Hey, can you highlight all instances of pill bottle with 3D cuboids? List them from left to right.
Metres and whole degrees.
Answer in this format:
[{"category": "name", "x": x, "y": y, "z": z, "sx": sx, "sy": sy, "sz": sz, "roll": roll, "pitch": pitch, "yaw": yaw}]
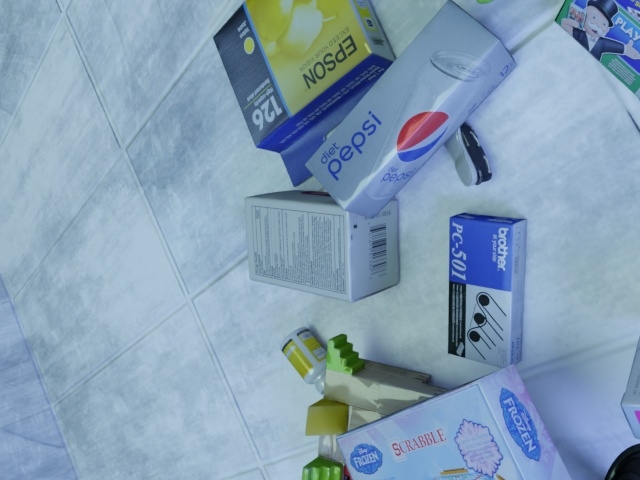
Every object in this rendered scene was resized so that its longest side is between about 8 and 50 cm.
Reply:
[{"category": "pill bottle", "x": -0.016, "y": 0.220, "z": 1.130, "sx": 0.116, "sy": 0.065, "sz": 0.065, "roll": 49, "pitch": 129, "yaw": 24}]

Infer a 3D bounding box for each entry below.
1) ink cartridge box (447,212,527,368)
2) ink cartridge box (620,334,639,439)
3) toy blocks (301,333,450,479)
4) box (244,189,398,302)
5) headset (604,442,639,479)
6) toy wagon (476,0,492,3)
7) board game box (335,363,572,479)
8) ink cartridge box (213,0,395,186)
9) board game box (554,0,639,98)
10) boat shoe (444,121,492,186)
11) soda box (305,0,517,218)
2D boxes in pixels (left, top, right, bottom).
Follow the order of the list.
[{"category": "ink cartridge box", "x": 0.232, "y": 0.069, "z": 0.872, "sx": 0.097, "sy": 0.046, "sz": 0.207, "roll": 9, "pitch": 106, "yaw": 41}, {"category": "ink cartridge box", "x": 0.462, "y": 0.110, "z": 0.570, "sx": 0.311, "sy": 0.186, "sz": 0.065, "roll": -13, "pitch": 116, "yaw": 45}, {"category": "toy blocks", "x": 0.131, "y": 0.357, "z": 0.971, "sx": 0.261, "sy": 0.191, "sz": 0.381, "roll": 8, "pitch": 97, "yaw": 28}, {"category": "box", "x": 0.000, "y": 0.000, "z": 1.015, "sx": 0.232, "sy": 0.127, "sz": 0.148, "roll": 9, "pitch": 106, "yaw": 42}, {"category": "headset", "x": 0.393, "y": 0.291, "z": 0.571, "sx": 0.244, "sy": 0.185, "sz": 0.394, "roll": 1, "pitch": 145, "yaw": 18}, {"category": "toy wagon", "x": 0.080, "y": -0.390, "z": 0.687, "sx": 0.068, "sy": 0.344, "sz": 0.267, "roll": -37, "pitch": 75, "yaw": 44}, {"category": "board game box", "x": 0.175, "y": 0.344, "z": 0.730, "sx": 0.319, "sy": 0.066, "sz": 0.318, "roll": -43, "pitch": 65, "yaw": 51}, {"category": "ink cartridge box", "x": -0.029, "y": -0.283, "z": 1.013, "sx": 0.304, "sy": 0.072, "sz": 0.307, "roll": -29, "pitch": 78, "yaw": 43}, {"category": "board game box", "x": 0.384, "y": -0.194, "z": 0.587, "sx": 0.317, "sy": 0.046, "sz": 0.213, "roll": 53, "pitch": 164, "yaw": 19}, {"category": "boat shoe", "x": 0.200, "y": -0.135, "z": 0.856, "sx": 0.046, "sy": 0.038, "sz": 0.125, "roll": 120, "pitch": 134, "yaw": -63}, {"category": "soda box", "x": 0.117, "y": -0.164, "z": 0.823, "sx": 0.286, "sy": 0.091, "sz": 0.098, "roll": -47, "pitch": 63, "yaw": 18}]
